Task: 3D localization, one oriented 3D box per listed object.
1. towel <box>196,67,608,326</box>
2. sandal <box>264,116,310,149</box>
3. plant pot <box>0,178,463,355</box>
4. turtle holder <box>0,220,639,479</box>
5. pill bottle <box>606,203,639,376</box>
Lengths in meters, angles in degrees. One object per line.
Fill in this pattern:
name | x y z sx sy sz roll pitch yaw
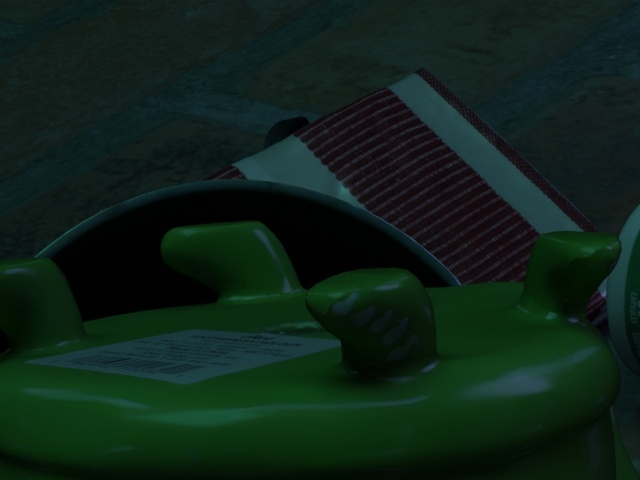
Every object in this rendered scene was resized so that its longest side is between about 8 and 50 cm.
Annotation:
towel | 0.010 0.030 1.159 0.329 0.037 0.237 -29 59 -24
sandal | 0.000 0.001 1.289 0.054 0.097 0.254 -15 37 7
plant pot | -0.064 0.132 0.901 0.293 0.293 0.196 -30 2 -23
turtle holder | 0.003 0.110 0.723 0.243 0.227 0.320 -1 6 13
pill bottle | 0.277 0.036 1.015 0.208 0.117 0.117 8 36 40
